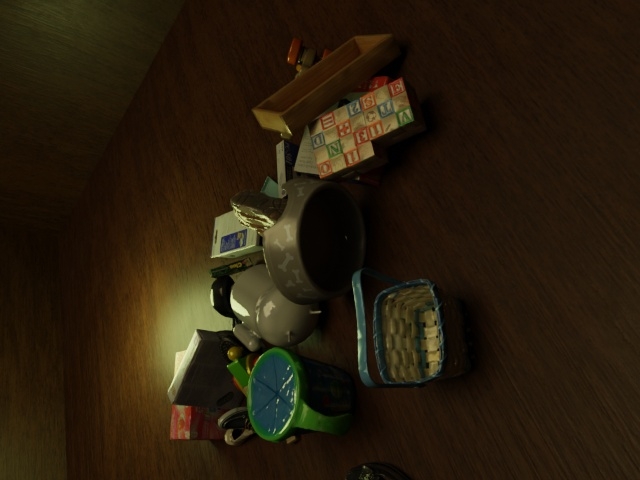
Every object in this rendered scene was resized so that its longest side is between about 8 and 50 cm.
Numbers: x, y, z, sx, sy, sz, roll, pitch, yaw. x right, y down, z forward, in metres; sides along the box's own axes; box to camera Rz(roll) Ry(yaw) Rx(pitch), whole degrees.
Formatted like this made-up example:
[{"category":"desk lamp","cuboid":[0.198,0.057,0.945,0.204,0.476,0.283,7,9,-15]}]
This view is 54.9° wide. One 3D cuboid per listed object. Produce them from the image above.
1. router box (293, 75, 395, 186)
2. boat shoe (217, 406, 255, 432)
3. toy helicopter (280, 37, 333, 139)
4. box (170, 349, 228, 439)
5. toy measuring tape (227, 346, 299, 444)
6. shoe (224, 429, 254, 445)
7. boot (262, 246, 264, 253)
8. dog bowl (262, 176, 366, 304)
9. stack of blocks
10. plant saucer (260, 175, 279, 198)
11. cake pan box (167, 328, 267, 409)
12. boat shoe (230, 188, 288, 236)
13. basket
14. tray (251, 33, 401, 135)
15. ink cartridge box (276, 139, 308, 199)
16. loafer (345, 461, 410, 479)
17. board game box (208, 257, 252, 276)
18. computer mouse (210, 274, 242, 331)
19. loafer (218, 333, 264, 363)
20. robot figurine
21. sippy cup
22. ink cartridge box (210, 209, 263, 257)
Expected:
[{"category":"router box","cuboid":[0.080,-0.328,1.847,0.335,0.082,0.301,15,90,53]},{"category":"boat shoe","cuboid":[-0.209,0.544,1.841,0.083,0.183,0.065,48,134,45]},{"category":"toy helicopter","cuboid":[-0.076,-0.470,2.029,0.235,0.140,0.355,117,170,-60]},{"category":"box","cuboid":[-0.411,0.532,2.126,0.142,0.154,0.299,-21,64,47]},{"category":"toy measuring tape","cuboid":[-0.159,0.441,1.815,0.121,0.121,0.330,-33,96,41]},{"category":"shoe","cuboid":[-0.253,0.603,1.976,0.219,0.058,0.076,-39,50,38]},{"category":"boot","cuboid":[-0.090,0.021,1.967,0.208,0.076,0.189,44,115,42]},{"category":"dog bowl","cuboid":[0.000,0.000,1.643,0.102,0.349,0.348,-3,76,39]},{"category":"stack of blocks","cuboid":[0.125,-0.286,1.647,0.297,0.087,0.171,-22,72,27]},{"category":"plant saucer","cuboid":[-0.150,-0.159,2.137,0.192,0.018,0.067,41,111,50]},{"category":"cake pan box","cuboid":[-0.330,0.416,1.983,0.070,0.246,0.266,42,112,49]},{"category":"boat shoe","cuboid":[-0.145,-0.064,1.937,0.324,0.123,0.116,25,135,35]},{"category":"basket","cuboid":[0.188,0.208,1.356,0.201,0.289,0.254,-23,57,40]},{"category":"tray","cuboid":[0.017,-0.454,1.775,0.411,0.076,0.203,-38,29,-15]},{"category":"ink cartridge box","cuboid":[-0.091,-0.219,2.015,0.046,0.097,0.207,-29,57,43]},{"category":"loafer","cuboid":[0.151,0.588,1.434,0.303,0.095,0.109,0,78,52]},{"category":"board game box","cuboid":[-0.290,0.094,2.040,0.260,0.136,0.030,135,115,-83]},{"category":"computer mouse","cuboid":[-0.311,0.202,2.034,0.072,0.272,0.188,-3,66,7]},{"category":"loafer","cuboid":[-0.221,0.358,1.907,0.080,0.220,0.078,-38,21,28]},{"category":"robot figurine","cuboid":[-0.137,0.193,1.850,0.300,0.200,0.353,-52,36,-9]},{"category":"sippy cup","cuboid":[-0.040,0.411,1.632,0.240,0.224,0.305,-49,44,31]},{"category":"ink cartridge box","cuboid":[-0.287,-0.031,2.222,0.333,0.065,0.165,-13,70,51]}]
